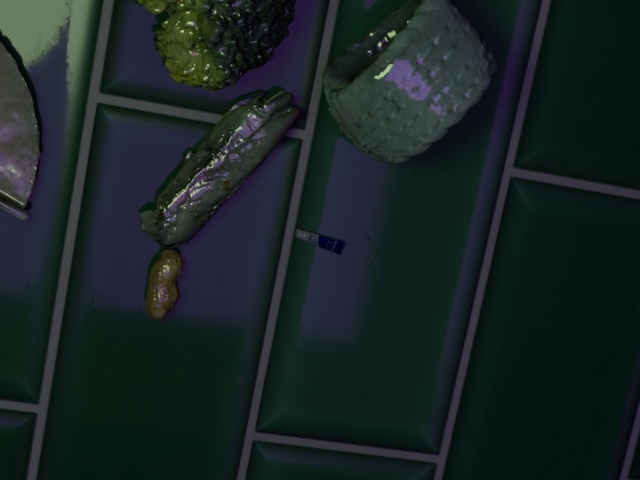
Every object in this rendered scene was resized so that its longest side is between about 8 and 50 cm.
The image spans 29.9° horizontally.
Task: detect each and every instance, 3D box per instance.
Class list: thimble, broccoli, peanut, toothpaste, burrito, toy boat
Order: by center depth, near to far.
[{"bbox_3d":[-0.173,-0.385,1.690,0.281,0.348,0.293,15,57,17],"label":"broccoli"},{"bbox_3d":[-0.541,-0.194,1.727,0.293,0.111,0.276,11,105,-23],"label":"toy boat"},{"bbox_3d":[0.127,-0.240,1.771,0.250,0.205,0.172,-42,106,11],"label":"thimble"},{"bbox_3d":[-0.153,-0.113,1.823,0.096,0.066,0.309,42,93,-21],"label":"burrito"},{"bbox_3d":[-0.243,0.069,1.857,0.054,0.054,0.113,11,100,-12],"label":"peanut"},{"bbox_3d":[0.000,0.000,1.902,0.083,0.015,0.024,20,106,-18],"label":"toothpaste"}]
